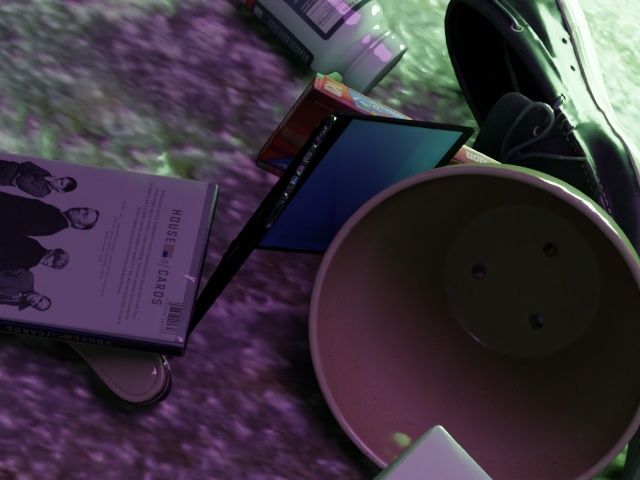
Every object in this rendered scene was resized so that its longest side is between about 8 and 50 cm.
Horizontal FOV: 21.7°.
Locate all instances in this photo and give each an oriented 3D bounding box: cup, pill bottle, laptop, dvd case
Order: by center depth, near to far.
[{"bbox_3d":[-0.226,0.009,1.528,0.239,0.029,0.179,9,58,2],"label":"dvd case"},{"bbox_3d":[0.000,0.000,1.604,0.137,0.234,0.264,33,46,-4],"label":"laptop"},{"bbox_3d":[0.179,0.068,1.647,0.331,0.331,0.237,44,21,4],"label":"cup"},{"bbox_3d":[0.007,-0.250,1.880,0.180,0.108,0.108,45,47,4],"label":"pill bottle"}]

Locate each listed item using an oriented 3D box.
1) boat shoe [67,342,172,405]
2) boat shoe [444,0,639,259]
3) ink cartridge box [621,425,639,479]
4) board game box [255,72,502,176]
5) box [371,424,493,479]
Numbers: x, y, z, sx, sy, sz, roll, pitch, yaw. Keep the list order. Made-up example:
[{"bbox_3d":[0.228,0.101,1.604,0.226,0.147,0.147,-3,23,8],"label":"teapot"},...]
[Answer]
[{"bbox_3d":[-0.208,0.073,1.560,0.075,0.065,0.206,-40,70,2],"label":"boat shoe"},{"bbox_3d":[0.254,-0.097,1.876,0.156,0.186,0.500,0,55,-21],"label":"boat shoe"},{"bbox_3d":[0.396,0.121,1.661,0.122,0.211,0.289,16,49,5],"label":"ink cartridge box"},{"bbox_3d":[0.087,-0.068,1.769,0.281,0.145,0.027,25,48,-13],"label":"board game box"},{"bbox_3d":[0.039,0.337,1.306,0.215,0.345,0.168,46,47,6],"label":"box"}]
